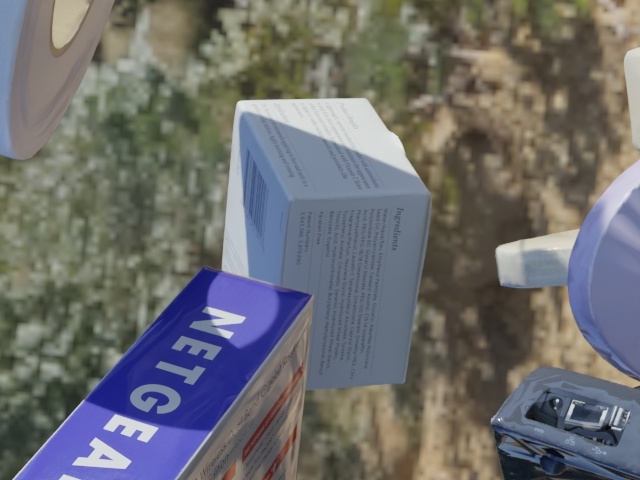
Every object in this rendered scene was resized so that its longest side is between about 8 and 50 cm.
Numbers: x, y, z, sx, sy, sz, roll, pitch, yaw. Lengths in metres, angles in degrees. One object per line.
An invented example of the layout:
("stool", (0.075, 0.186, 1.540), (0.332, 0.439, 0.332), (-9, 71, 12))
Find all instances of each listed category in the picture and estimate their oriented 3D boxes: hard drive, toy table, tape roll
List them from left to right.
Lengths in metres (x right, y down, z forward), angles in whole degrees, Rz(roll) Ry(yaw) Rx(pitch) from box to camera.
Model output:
("tape roll", (-0.180, -0.195, 1.032), (0.286, 0.100, 0.286), (19, -90, -90))
("toy table", (0.255, 0.000, 1.115), (0.161, 0.274, 0.252), (-165, 78, -69))
("hard drive", (0.221, 0.144, 0.924), (0.172, 0.255, 0.054), (67, -136, -66))

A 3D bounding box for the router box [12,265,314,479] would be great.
("router box", (-0.108, 0.225, 1.060), (0.335, 0.082, 0.301), (-51, -29, -57))

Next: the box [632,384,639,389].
("box", (0.315, 0.173, 1.324), (0.045, 0.191, 0.184), (-108, 0, -57))

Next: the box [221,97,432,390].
("box", (0.000, 0.000, 1.406), (0.181, 0.119, 0.182), (-118, 29, -57))
